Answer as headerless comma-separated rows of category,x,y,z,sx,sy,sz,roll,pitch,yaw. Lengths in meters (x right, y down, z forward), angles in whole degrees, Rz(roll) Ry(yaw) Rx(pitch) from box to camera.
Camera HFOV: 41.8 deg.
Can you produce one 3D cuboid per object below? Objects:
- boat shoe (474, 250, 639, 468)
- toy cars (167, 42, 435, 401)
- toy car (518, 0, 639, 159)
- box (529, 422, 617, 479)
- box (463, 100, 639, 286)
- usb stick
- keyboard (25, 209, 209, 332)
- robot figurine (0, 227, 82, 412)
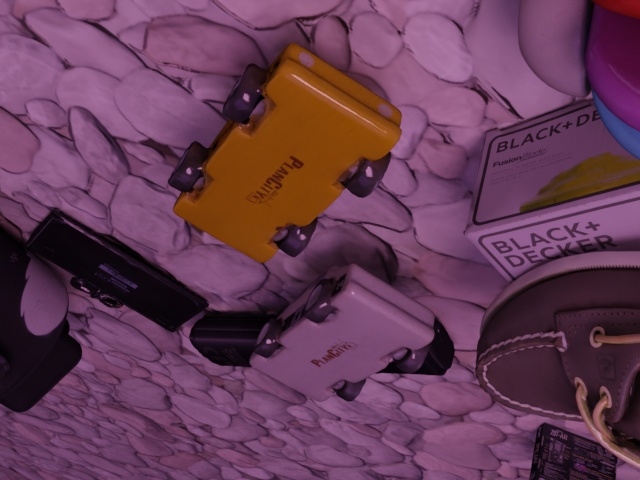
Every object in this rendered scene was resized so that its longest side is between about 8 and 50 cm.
boat shoe,0.186,0.066,0.435,0.109,0.091,0.305,43,149,-19
toy cars,0.000,0.000,0.626,0.177,0.087,0.393,7,143,19
toy car,0.154,-0.102,0.333,0.159,0.136,0.182,6,144,21
box,0.257,0.231,0.849,0.083,0.067,0.018,20,146,-2
box,0.243,0.029,0.544,0.169,0.087,0.290,-15,133,41
usb stick,-0.005,0.101,0.821,0.278,0.045,0.077,-3,147,32
keyboard,-0.211,0.036,0.860,0.180,0.023,0.108,35,138,-20
robot figurine,-0.373,0.060,0.839,0.209,0.173,0.278,-9,138,34
